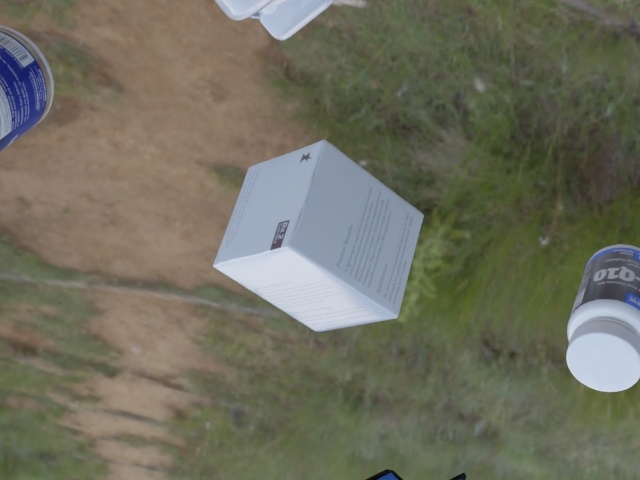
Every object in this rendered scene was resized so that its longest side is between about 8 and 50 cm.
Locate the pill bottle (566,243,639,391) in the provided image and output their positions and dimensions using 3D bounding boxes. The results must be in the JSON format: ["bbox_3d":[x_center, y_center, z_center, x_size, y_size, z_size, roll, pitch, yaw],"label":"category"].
[{"bbox_3d":[0.269,0.070,0.943,0.078,0.137,0.078,12,126,17],"label":"pill bottle"}]

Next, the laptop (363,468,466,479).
[{"bbox_3d":[0.037,0.347,1.325,0.234,0.137,0.264,-23,150,-17],"label":"laptop"}]

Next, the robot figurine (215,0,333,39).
[{"bbox_3d":[-0.122,-0.464,1.502,0.199,0.300,0.353,-35,108,19],"label":"robot figurine"}]

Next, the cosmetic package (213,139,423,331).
[{"bbox_3d":[0.000,0.000,1.265,0.183,0.151,0.151,35,148,-30],"label":"cosmetic package"}]

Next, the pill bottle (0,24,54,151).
[{"bbox_3d":[-0.463,-0.166,1.310,0.153,0.265,0.153,7,119,13],"label":"pill bottle"}]
